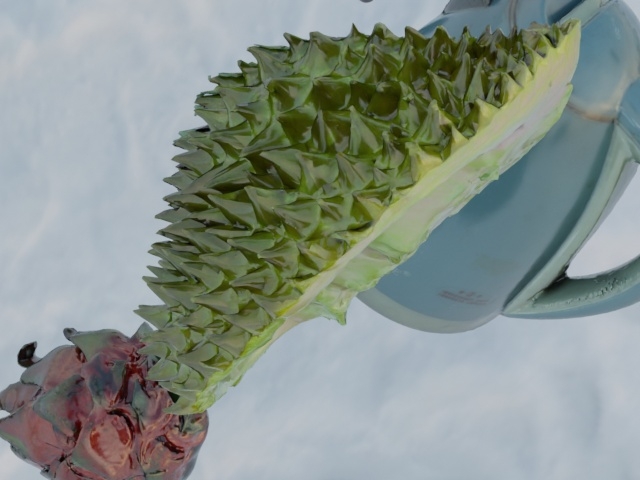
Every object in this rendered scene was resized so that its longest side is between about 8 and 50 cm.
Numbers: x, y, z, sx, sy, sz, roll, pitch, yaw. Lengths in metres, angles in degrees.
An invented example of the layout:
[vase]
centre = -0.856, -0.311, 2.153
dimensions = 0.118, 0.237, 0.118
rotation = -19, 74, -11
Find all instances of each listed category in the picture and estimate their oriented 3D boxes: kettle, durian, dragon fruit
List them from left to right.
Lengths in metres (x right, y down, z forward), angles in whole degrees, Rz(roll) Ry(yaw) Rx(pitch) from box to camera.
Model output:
[dragon fruit]
centre = -0.195, 0.161, 1.653
dimensions = 0.182, 0.188, 0.182
rotation = -9, 111, -26
[durian]
centre = 0.000, 0.000, 0.972
dimensions = 0.169, 0.352, 0.158
rotation = 10, 60, -25
[kettle]
centre = 0.188, -0.073, 1.584
dimensions = 0.319, 0.342, 0.247
rotation = 46, 50, 1

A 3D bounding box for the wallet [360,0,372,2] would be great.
[wallet]
centre = -0.025, -0.360, 1.903
dimensions = 0.049, 0.229, 0.182
rotation = -44, 63, -1
